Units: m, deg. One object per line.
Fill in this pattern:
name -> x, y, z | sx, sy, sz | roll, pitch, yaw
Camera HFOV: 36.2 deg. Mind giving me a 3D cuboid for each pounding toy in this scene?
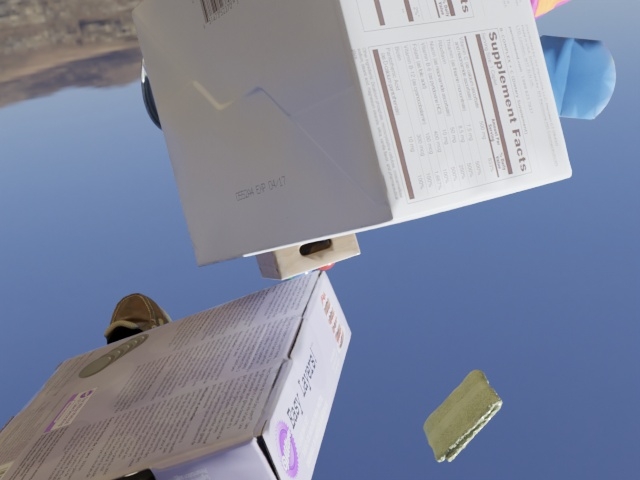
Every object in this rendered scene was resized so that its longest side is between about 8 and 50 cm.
pounding toy -> 0.010, -0.003, 1.440 | 0.181, 0.094, 0.206 | -18, -176, -16

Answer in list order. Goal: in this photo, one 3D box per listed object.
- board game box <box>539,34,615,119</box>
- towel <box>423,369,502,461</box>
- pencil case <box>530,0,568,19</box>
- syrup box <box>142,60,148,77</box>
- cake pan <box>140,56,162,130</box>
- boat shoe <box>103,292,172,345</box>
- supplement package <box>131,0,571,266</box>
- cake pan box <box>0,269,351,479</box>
board game box -> 0.415, -0.280, 1.673 | 0.168, 0.133, 0.033 | 5, -165, -2
towel -> 0.232, 0.291, 1.629 | 0.148, 0.027, 0.110 | -47, -155, 10
pencil case -> 0.232, -0.251, 0.763 | 0.236, 0.104, 0.104 | -25, -161, -14
syrup box -> -0.095, -0.236, 1.206 | 0.096, 0.093, 0.237 | 33, -114, 33
cake pan -> -0.164, -0.294, 1.485 | 0.054, 0.293, 0.293 | 22, -154, 19
boat shoe -> -0.248, 0.139, 1.329 | 0.095, 0.095, 0.257 | -26, -144, -2
supplement package -> 0.006, -0.107, 0.660 | 0.145, 0.204, 0.262 | -15, -179, -32
cake pan box -> -0.113, 0.128, 0.676 | 0.245, 0.070, 0.267 | -22, -165, 14
